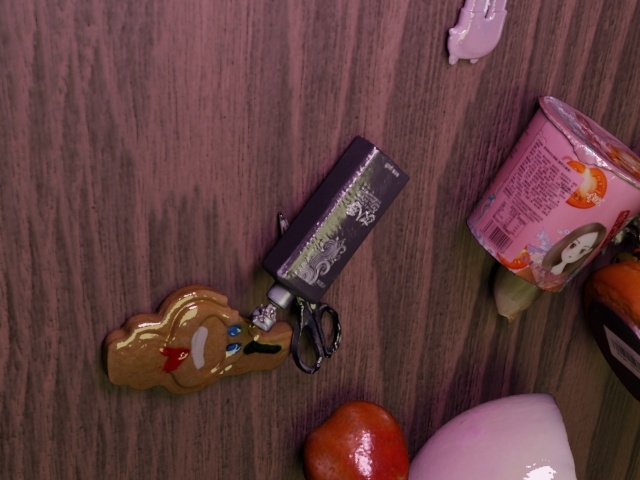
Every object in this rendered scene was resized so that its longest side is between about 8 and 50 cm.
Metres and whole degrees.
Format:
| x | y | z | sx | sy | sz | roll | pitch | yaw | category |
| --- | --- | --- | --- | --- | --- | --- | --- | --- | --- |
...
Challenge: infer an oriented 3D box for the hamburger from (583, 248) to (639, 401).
| x | y | z | sx | sy | sz | roll | pitch | yaw | category |
| --- | --- | --- | --- | --- | --- | --- | --- | --- | --- |
| 0.639 | 0.142 | 2.092 | 0.250 | 0.330 | 0.330 | -29 | 133 | -7 | hamburger |

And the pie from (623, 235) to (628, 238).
| x | y | z | sx | sy | sz | roll | pitch | yaw | category |
| --- | --- | --- | --- | --- | --- | --- | --- | --- | --- |
| 0.545 | -0.035 | 2.108 | 0.084 | 0.020 | 0.084 | -20 | 132 | -23 | pie |

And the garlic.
| x | y | z | sx | sy | sz | roll | pitch | yaw | category |
| --- | --- | --- | --- | --- | --- | --- | --- | --- | --- |
| 0.357 | 0.071 | 2.019 | 0.128 | 0.090 | 0.198 | 20 | 105 | -54 | garlic |

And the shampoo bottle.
| x | y | z | sx | sy | sz | roll | pitch | yaw | category |
| --- | --- | --- | --- | --- | --- | --- | --- | --- | --- |
| 0.000 | 0.000 | 1.711 | 0.309 | 0.071 | 0.098 | -53 | 135 | -1 | shampoo bottle |

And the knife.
| x | y | z | sx | sy | sz | roll | pitch | yaw | category |
| --- | --- | --- | --- | --- | --- | --- | --- | --- | --- |
| 0.256 | -0.425 | 1.616 | 0.132 | 0.038 | 0.399 | -5 | 125 | -27 | knife |

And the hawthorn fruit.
| x | y | z | sx | sy | sz | roll | pitch | yaw | category |
| --- | --- | --- | --- | --- | --- | --- | --- | --- | --- |
| 0.077 | 0.390 | 1.968 | 0.196 | 0.225 | 0.197 | -25 | 145 | -19 | hawthorn fruit |

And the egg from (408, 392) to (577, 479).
| x | y | z | sx | sy | sz | roll | pitch | yaw | category |
| --- | --- | --- | --- | --- | --- | --- | --- | --- | --- |
| 0.292 | 0.470 | 2.106 | 0.339 | 0.355 | 0.355 | -13 | 132 | 5 | egg |

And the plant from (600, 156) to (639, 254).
| x | y | z | sx | sy | sz | roll | pitch | yaw | category |
| --- | --- | --- | --- | --- | --- | --- | --- | --- | --- |
| 0.519 | -0.061 | 1.987 | 0.203 | 0.142 | 0.131 | -17 | 139 | -7 | plant |

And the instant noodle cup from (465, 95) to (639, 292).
| x | y | z | sx | sy | sz | roll | pitch | yaw | category |
| --- | --- | --- | --- | --- | --- | --- | --- | --- | --- |
| 0.370 | -0.063 | 1.829 | 0.243 | 0.243 | 0.231 | 17 | 117 | -40 | instant noodle cup |

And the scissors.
| x | y | z | sx | sy | sz | roll | pitch | yaw | category |
| --- | --- | --- | --- | --- | --- | --- | --- | --- | --- |
| -0.025 | 0.077 | 1.796 | 0.109 | 0.022 | 0.300 | -44 | 136 | -34 | scissors |

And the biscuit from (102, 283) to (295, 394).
| x | y | z | sx | sy | sz | roll | pitch | yaw | category |
| --- | --- | --- | --- | --- | --- | --- | --- | --- | --- |
| -0.169 | 0.154 | 1.757 | 0.319 | 0.047 | 0.183 | 12 | 117 | -40 | biscuit |
